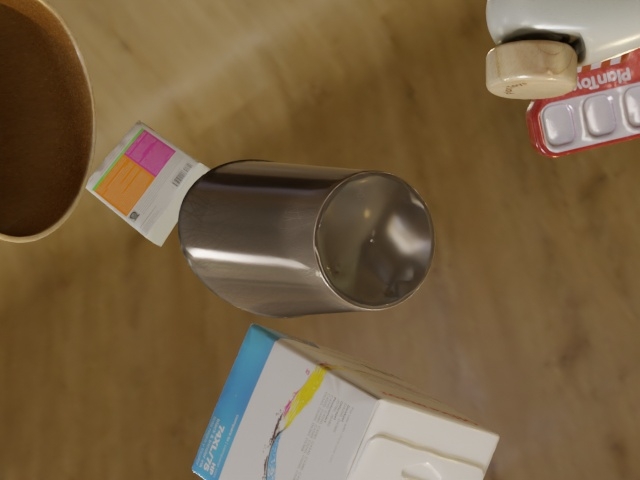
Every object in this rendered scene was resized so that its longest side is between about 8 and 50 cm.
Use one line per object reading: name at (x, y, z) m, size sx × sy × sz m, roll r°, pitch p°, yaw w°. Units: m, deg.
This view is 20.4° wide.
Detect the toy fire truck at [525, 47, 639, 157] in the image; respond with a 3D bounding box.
toy fire truck at (0.386, -0.249, 2.204) m, size 0.302 × 0.254 × 0.169 m, roll -13°, pitch -171°, yaw -11°

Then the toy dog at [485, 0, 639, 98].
toy dog at (0.287, -0.201, 1.626) m, size 0.161 × 0.333 × 0.220 m, roll 64°, pitch 45°, yaw -85°

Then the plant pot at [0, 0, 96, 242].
plant pot at (-0.384, -0.111, 1.679) m, size 0.254 × 0.237 × 0.237 m, roll -3°, pitch -138°, yaw 29°

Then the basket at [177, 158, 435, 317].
basket at (0.000, 0.000, 1.699) m, size 0.227 × 0.204 × 0.154 m, roll 2°, pitch -108°, yaw 62°

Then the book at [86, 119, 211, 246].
book at (-0.182, -0.064, 1.878) m, size 0.096 × 0.035 × 0.144 m, roll -55°, pitch -141°, yaw 1°

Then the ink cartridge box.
ink cartridge box at (0.026, 0.247, 2.066) m, size 0.270 × 0.198 × 0.197 m, roll 25°, pitch -87°, yaw 52°
